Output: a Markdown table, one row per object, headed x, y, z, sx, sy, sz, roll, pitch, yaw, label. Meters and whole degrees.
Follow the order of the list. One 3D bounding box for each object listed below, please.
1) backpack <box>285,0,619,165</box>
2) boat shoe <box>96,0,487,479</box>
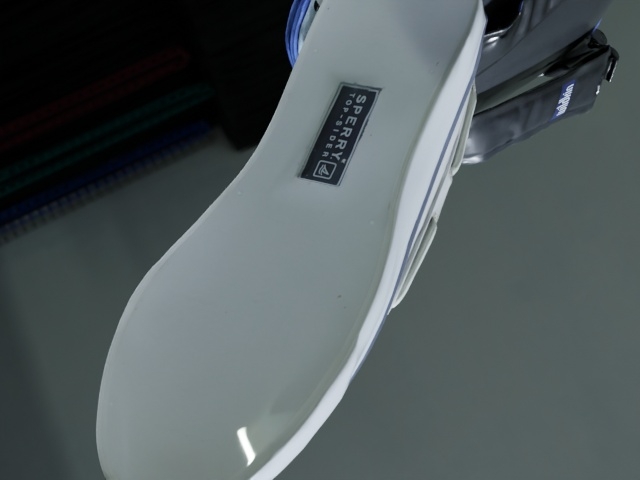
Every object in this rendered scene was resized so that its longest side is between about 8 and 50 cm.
| x | y | z | sx | sy | sz | roll | pitch | yaw | label |
| --- | --- | --- | --- | --- | --- | --- | --- | --- | --- |
| 0.099 | -0.187 | 0.797 | 0.213 | 0.263 | 0.276 | 44 | 164 | 19 | backpack |
| 0.000 | 0.000 | 0.463 | 0.096 | 0.267 | 0.088 | 13 | 156 | 23 | boat shoe |
